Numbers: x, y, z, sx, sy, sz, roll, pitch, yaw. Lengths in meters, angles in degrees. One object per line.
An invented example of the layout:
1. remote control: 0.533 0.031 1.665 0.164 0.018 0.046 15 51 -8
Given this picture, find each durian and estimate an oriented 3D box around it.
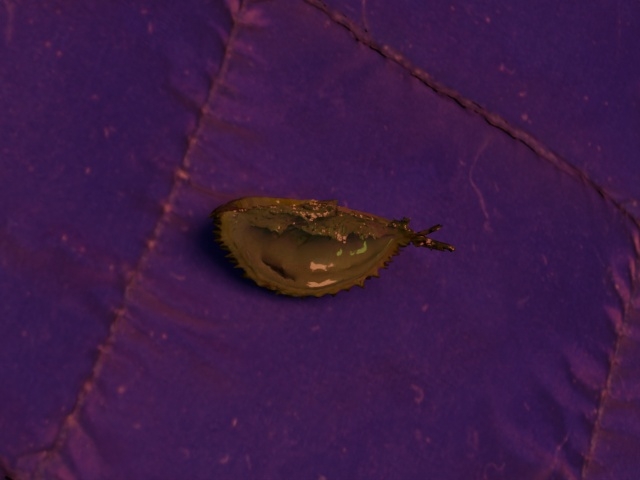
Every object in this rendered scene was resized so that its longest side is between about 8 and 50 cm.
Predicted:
1. durian: 0.000 0.000 1.298 0.215 0.100 0.086 5 76 -26
